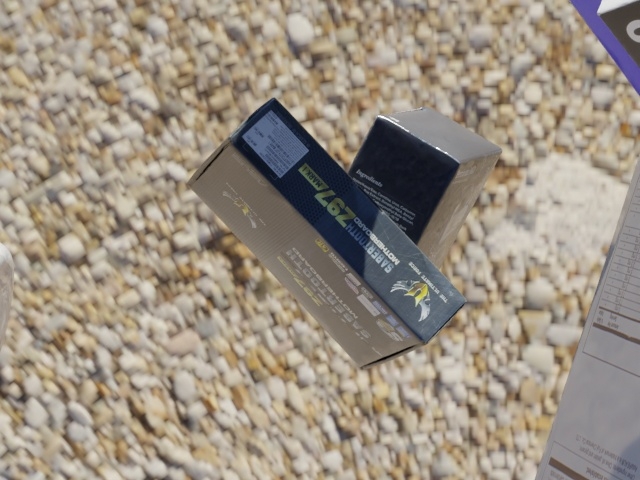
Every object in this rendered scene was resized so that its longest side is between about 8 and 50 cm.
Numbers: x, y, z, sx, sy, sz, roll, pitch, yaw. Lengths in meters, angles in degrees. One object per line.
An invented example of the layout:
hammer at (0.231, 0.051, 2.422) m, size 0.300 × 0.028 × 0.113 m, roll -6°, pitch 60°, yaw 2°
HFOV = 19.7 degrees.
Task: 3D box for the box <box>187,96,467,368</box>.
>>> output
box at (0.000, 0.000, 1.547) m, size 0.059 × 0.183 × 0.233 m, roll -44°, pitch 94°, yaw -17°

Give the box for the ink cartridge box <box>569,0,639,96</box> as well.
ink cartridge box at (0.273, -0.091, 1.168) m, size 0.206 × 0.208 × 0.045 m, roll 49°, pitch 60°, yaw -17°

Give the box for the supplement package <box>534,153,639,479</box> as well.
supplement package at (0.235, 0.066, 0.767) m, size 0.199 × 0.198 × 0.263 m, roll 17°, pitch 91°, yaw -18°

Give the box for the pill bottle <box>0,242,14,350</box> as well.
pill bottle at (-0.321, 0.033, 1.016) m, size 0.272 × 0.152 × 0.152 m, roll 18°, pitch 73°, yaw 1°

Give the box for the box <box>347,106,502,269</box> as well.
box at (0.078, -0.034, 1.713) m, size 0.093 × 0.156 × 0.158 m, roll 31°, pitch 106°, yaw 14°
